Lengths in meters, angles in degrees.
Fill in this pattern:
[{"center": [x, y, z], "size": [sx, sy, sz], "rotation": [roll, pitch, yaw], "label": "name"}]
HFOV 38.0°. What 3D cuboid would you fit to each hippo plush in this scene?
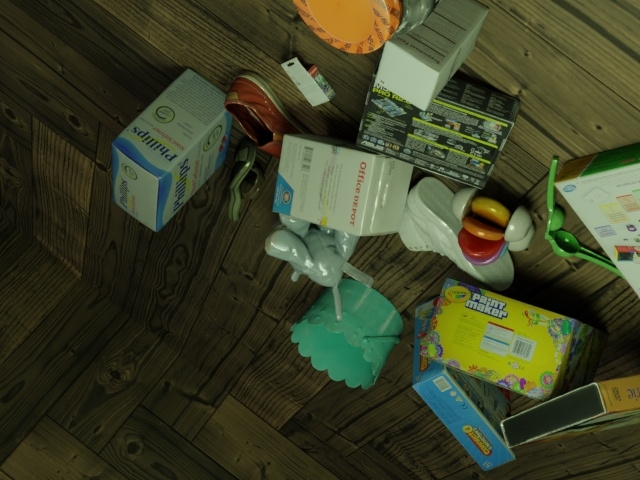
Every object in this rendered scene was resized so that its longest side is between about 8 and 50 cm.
[{"center": [0.000, 0.000, 2.271], "size": [0.294, 0.234, 0.236], "rotation": [43, 176, -9], "label": "hippo plush"}]

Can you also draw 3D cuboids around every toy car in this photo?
[{"center": [0.332, -0.016, 1.852], "size": [0.159, 0.136, 0.182], "rotation": [25, 174, 21], "label": "toy car"}]

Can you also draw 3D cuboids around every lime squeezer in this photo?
[{"center": [0.478, -0.024, 1.789], "size": [0.110, 0.059, 0.310], "rotation": [-6, 129, 52], "label": "lime squeezer"}]

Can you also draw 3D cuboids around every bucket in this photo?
[{"center": [0.078, 0.248, 2.504], "size": [0.281, 0.183, 0.281], "rotation": [29, 151, 18], "label": "bucket"}]

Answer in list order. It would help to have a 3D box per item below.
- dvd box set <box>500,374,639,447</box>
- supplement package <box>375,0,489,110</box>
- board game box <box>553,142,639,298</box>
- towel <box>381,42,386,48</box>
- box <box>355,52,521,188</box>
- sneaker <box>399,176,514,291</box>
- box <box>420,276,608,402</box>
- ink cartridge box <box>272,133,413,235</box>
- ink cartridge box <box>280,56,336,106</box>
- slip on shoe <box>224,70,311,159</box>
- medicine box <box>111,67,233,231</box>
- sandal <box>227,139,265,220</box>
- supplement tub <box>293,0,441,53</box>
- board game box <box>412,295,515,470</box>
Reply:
[{"center": [0.606, 0.316, 1.807], "size": [0.307, 0.420, 0.062], "rotation": [-44, 55, 56], "label": "dvd box set"}, {"center": [0.186, -0.326, 1.554], "size": [0.105, 0.179, 0.105], "rotation": [33, 152, 10], "label": "supplement package"}, {"center": [0.598, -0.028, 1.638], "size": [0.316, 0.064, 0.242], "rotation": [49, 150, -19], "label": "board game box"}, {"center": [0.079, -0.421, 1.699], "size": [0.148, 0.027, 0.110], "rotation": [35, 150, 9], "label": "towel"}, {"center": [0.214, -0.219, 1.743], "size": [0.270, 0.060, 0.216], "rotation": [19, 148, 5], "label": "box"}, {"center": [0.282, 0.003, 2.014], "size": [0.292, 0.108, 0.169], "rotation": [50, 153, -1], "label": "sneaker"}, {"center": [0.415, 0.220, 1.967], "size": [0.290, 0.177, 0.279], "rotation": [18, 178, 31], "label": "box"}, {"center": [0.049, -0.120, 1.959], "size": [0.232, 0.168, 0.171], "rotation": [18, 104, 32], "label": "ink cartridge box"}, {"center": [-0.025, -0.337, 1.937], "size": [0.115, 0.029, 0.063], "rotation": [51, 150, -20], "label": "ink cartridge box"}, {"center": [-0.096, -0.228, 2.101], "size": [0.331, 0.101, 0.123], "rotation": [48, 148, -21], "label": "slip on shoe"}, {"center": [-0.353, -0.212, 2.217], "size": [0.149, 0.289, 0.263], "rotation": [34, 151, 7], "label": "medicine box"}, {"center": [-0.183, -0.150, 2.329], "size": [0.086, 0.120, 0.303], "rotation": [9, 152, -5], "label": "sandal"}, {"center": [0.114, -0.431, 1.320], "size": [0.207, 0.338, 0.207], "rotation": [29, 150, 18], "label": "supplement tub"}, {"center": [0.341, 0.333, 2.213], "size": [0.086, 0.302, 0.308], "rotation": [-31, 112, 22], "label": "board game box"}]
